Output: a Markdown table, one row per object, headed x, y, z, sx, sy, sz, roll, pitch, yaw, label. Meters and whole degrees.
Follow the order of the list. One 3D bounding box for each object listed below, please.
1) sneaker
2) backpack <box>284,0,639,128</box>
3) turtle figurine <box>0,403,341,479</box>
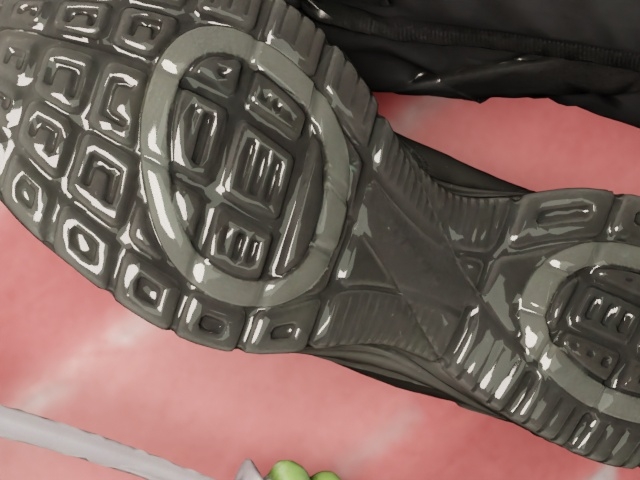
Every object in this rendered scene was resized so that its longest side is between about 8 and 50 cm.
| x | y | z | sx | sy | sz | roll | pitch | yaw | label |
| --- | --- | --- | --- | --- | --- | --- | --- | --- | --- |
| 0.000 | 0.000 | 0.588 | 0.286 | 0.130 | 0.109 | 28 | 80 | -19 | sneaker |
| 0.178 | -0.149 | 0.542 | 0.355 | 0.290 | 0.273 | 21 | 51 | 13 | backpack |
| 0.045 | 0.153 | 0.563 | 0.266 | 0.198 | 0.274 | -22 | 110 | -19 | turtle figurine |
